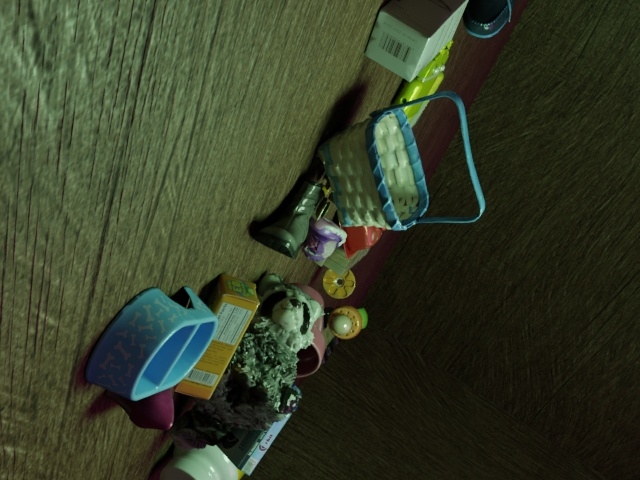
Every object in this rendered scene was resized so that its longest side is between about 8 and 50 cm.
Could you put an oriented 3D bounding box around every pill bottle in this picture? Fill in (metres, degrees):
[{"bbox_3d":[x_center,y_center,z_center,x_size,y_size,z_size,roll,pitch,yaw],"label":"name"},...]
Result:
[{"bbox_3d":[-0.258,0.531,1.926,0.334,0.188,0.188,-45,165,-52],"label":"pill bottle"}]

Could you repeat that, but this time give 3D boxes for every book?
[{"bbox_3d":[0.299,-0.398,2.169,0.144,0.035,0.096,-61,173,22],"label":"book"}]

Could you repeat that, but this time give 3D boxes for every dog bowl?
[{"bbox_3d":[-0.245,0.160,1.146,0.166,0.074,0.297,-58,171,2],"label":"dog bowl"}]

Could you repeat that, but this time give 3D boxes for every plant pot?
[{"bbox_3d":[-0.074,0.213,1.868,0.201,0.201,0.180,113,-2,-46],"label":"plant pot"}]

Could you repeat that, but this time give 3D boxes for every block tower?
[{"bbox_3d":[0.088,0.016,2.272,0.091,0.097,0.335,-61,168,20],"label":"block tower"}]

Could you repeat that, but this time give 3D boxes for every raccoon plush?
[{"bbox_3d":[-0.188,0.257,1.669,0.446,0.216,0.299,-27,-153,36],"label":"raccoon plush"}]

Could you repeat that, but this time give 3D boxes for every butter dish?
[{"bbox_3d":[0.129,-0.044,2.074,0.160,0.118,0.160,-45,129,-54],"label":"butter dish"}]

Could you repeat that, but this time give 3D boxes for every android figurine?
[{"bbox_3d":[0.252,-0.392,1.893,0.273,0.056,0.248,-60,170,26],"label":"android figurine"}]

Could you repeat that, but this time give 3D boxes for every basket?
[{"bbox_3d":[0.159,-0.148,1.451,0.201,0.289,0.254,-39,120,-51],"label":"basket"}]

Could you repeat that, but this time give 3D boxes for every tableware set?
[{"bbox_3d":[0.018,-0.100,1.598,0.104,0.024,0.154,-60,-167,12],"label":"tableware set"}]

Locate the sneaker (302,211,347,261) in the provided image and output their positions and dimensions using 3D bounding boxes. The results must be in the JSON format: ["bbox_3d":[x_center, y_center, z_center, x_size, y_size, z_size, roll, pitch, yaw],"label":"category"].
[{"bbox_3d":[0.000,0.000,1.811,0.104,0.095,0.236,-49,171,-4],"label":"sneaker"}]

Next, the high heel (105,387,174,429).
[{"bbox_3d":[-0.266,0.271,1.262,0.082,0.117,0.244,-56,170,-7],"label":"high heel"}]

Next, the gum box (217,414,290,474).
[{"bbox_3d":[-0.164,0.417,1.678,0.157,0.041,0.184,-55,-151,-10],"label":"gum box"}]

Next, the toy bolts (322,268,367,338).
[{"bbox_3d":[0.004,0.191,2.206,0.158,0.229,0.218,-4,85,-74],"label":"toy bolts"}]

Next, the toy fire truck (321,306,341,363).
[{"bbox_3d":[-0.077,0.336,2.435,0.217,0.246,0.158,-45,124,-63],"label":"toy fire truck"}]

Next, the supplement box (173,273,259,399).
[{"bbox_3d":[-0.196,0.180,1.382,0.233,0.080,0.078,-59,-156,19],"label":"supplement box"}]

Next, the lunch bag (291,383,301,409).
[{"bbox_3d":[-0.157,0.474,2.281,0.090,0.176,0.219,-59,169,11],"label":"lunch bag"}]

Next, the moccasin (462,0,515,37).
[{"bbox_3d":[0.425,-0.646,1.795,0.117,0.138,0.342,90,20,-65],"label":"moccasin"}]

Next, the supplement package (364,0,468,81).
[{"bbox_3d":[0.178,-0.394,1.363,0.179,0.105,0.105,-50,168,-37],"label":"supplement package"}]

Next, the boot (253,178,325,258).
[{"bbox_3d":[-0.053,-0.053,1.452,0.161,0.083,0.246,-64,176,-1],"label":"boot"}]
